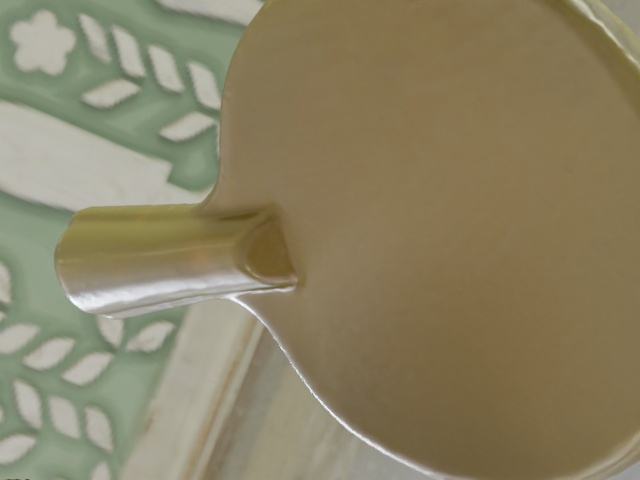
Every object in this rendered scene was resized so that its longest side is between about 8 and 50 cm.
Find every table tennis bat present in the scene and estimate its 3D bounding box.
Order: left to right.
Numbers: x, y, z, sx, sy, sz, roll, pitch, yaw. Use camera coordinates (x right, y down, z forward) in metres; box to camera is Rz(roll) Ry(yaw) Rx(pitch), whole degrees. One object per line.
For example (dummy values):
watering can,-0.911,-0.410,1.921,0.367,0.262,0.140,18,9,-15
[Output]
table tennis bat,0.000,0.000,0.467,0.321,0.198,0.050,-6,16,46

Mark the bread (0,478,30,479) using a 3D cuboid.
bread,-0.047,0.087,0.262,0.110,0.110,0.024,-54,21,39
